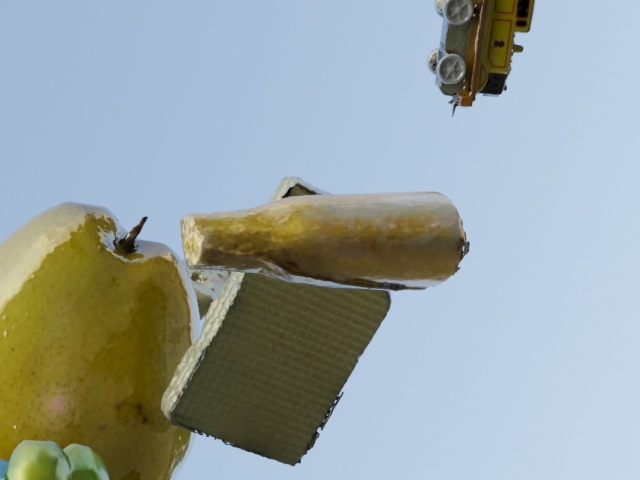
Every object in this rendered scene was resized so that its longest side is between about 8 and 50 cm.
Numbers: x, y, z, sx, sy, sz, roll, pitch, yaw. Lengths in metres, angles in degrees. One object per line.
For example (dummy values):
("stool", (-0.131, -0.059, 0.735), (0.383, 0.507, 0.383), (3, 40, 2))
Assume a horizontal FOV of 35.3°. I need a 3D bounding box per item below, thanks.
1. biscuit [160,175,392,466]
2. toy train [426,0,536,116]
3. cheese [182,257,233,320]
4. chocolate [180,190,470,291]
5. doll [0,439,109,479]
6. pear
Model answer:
("biscuit", (-0.028, 0.076, 0.915), (0.150, 0.052, 0.252), (23, -76, -25))
("toy train", (0.214, -0.271, 1.341), (0.127, 0.089, 0.219), (4, -72, -4))
("cheese", (-0.136, 0.035, 1.226), (0.064, 0.194, 0.043), (29, -60, -1))
("chocolate", (0.000, 0.000, 0.759), (0.219, 0.085, 0.086), (0, -72, -27))
("doll", (-0.222, 0.213, 0.568), (0.341, 0.099, 0.346), (-27, -43, 10))
("pear", (-0.256, 0.140, 0.998), (0.284, 0.285, 0.337), (-14, -61, -29))
